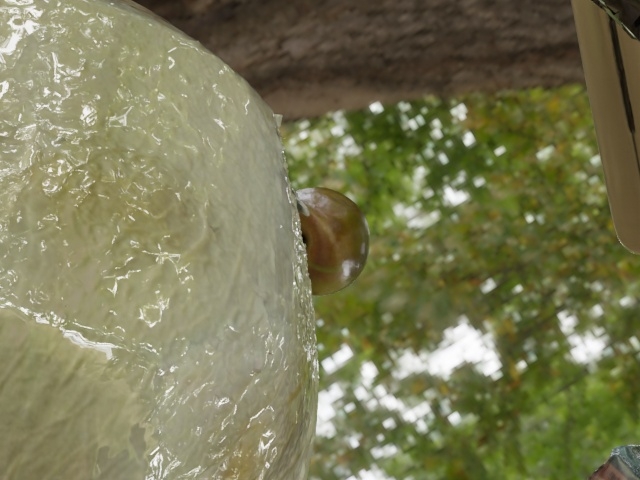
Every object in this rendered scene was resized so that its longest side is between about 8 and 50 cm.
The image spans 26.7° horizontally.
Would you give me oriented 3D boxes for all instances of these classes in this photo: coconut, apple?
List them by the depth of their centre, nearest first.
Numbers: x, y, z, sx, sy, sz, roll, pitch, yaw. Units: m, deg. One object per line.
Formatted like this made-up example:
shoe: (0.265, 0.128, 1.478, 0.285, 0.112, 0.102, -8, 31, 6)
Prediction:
coconut: (-0.117, 0.046, 0.459, 0.245, 0.245, 0.247, 63, 26, -47)
apple: (0.000, 0.000, 1.087, 0.089, 0.074, 0.089, 18, -67, 51)

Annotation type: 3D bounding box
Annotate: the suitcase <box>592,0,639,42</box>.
suitcase: (0.281, -0.052, 0.519, 0.434, 0.194, 0.283, 50, 2, 3)

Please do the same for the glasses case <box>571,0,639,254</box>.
glasses case: (0.227, -0.162, 0.823, 0.076, 0.144, 0.336, 11, -61, 60)

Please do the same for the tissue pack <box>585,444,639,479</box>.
tissue pack: (0.406, 0.327, 1.277, 0.316, 0.103, 0.228, 43, 15, 28)
